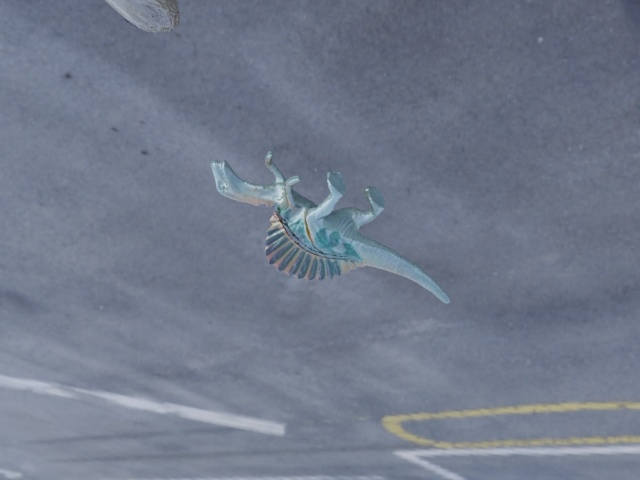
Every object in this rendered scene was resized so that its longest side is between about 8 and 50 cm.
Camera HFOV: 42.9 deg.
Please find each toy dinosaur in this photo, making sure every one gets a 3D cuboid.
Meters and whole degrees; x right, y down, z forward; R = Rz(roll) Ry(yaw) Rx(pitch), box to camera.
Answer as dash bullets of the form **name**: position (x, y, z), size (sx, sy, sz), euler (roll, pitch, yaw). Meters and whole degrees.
- **toy dinosaur**: position (0.001, -0.002, 0.616), size (0.106, 0.044, 0.187), euler (-29, 116, 32)

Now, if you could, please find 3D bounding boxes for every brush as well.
- **brush**: position (-0.232, -0.228, 0.594), size (0.299, 0.039, 0.042), euler (22, 178, -35)
